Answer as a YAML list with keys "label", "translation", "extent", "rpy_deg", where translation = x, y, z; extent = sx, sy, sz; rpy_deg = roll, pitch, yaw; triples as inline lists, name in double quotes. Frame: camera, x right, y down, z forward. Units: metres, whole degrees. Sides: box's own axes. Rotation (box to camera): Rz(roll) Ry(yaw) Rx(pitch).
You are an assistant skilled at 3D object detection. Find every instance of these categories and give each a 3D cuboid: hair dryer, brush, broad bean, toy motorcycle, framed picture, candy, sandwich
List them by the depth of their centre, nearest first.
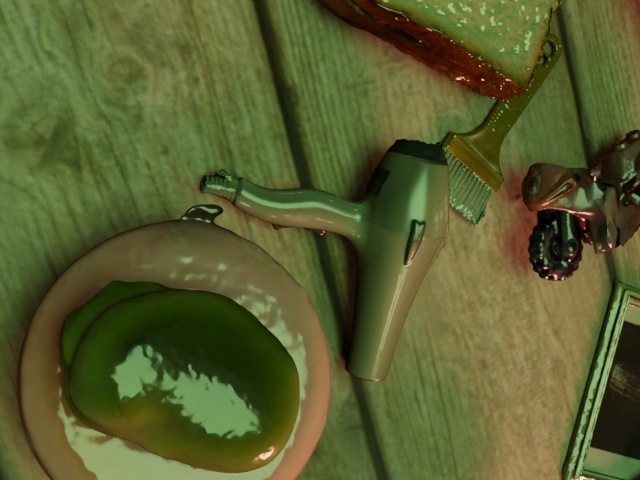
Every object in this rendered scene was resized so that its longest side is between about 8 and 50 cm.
- label: "broad bean"
  translation: [-0.099, 0.095, 0.725]
  extent: [0.174, 0.082, 0.124]
  rpy_deg: [17, 73, -25]
- label: "candy"
  translation: [-0.113, 0.101, 0.807]
  extent: [0.255, 0.094, 0.255]
  rpy_deg: [3, 78, -17]
- label: "hair dryer"
  translation: [0.016, 0.028, 0.921]
  extent: [0.225, 0.088, 0.219]
  rpy_deg: [-11, 103, -14]
- label: "sandwich"
  translation: [0.126, -0.311, 0.930]
  extent: [0.271, 0.099, 0.301]
  rpy_deg: [25, 85, -23]
- label: "brush"
  translation: [0.181, -0.122, 1.023]
  extent: [0.082, 0.010, 0.218]
  rpy_deg: [39, 75, -24]
- label: "toy motorcycle"
  translation: [0.278, -0.051, 1.041]
  extent: [0.212, 0.084, 0.118]
  rpy_deg: [-33, 107, -30]
- label: "framed picture"
  translation: [0.414, 0.193, 1.169]
  extent: [0.293, 0.018, 0.231]
  rpy_deg: [18, 86, -28]
